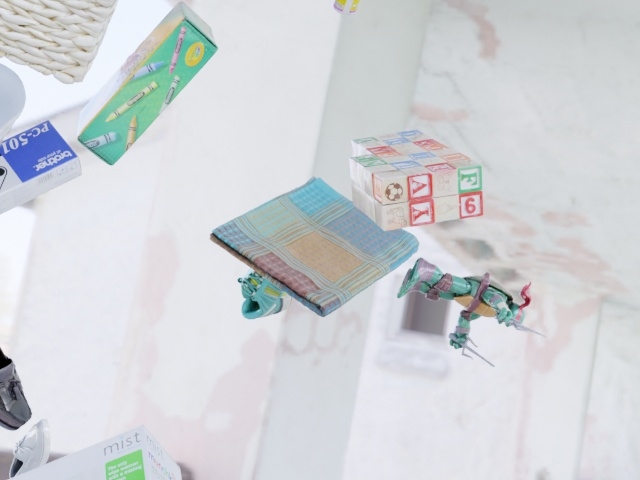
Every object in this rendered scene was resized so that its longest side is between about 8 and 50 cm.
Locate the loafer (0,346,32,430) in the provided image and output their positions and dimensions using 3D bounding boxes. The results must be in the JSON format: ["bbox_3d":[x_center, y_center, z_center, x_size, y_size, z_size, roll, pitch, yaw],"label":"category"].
[{"bbox_3d":[-0.650,0.244,2.149,0.095,0.302,0.109,-26,22,13],"label":"loafer"}]

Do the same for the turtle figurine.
[{"bbox_3d":[0.247,0.108,1.785,0.234,0.118,0.175,25,-35,0],"label":"turtle figurine"}]

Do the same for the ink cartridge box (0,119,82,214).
[{"bbox_3d":[-0.474,-0.097,1.650,0.097,0.207,0.046,47,-27,28],"label":"ink cartridge box"}]

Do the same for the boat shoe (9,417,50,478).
[{"bbox_3d":[-0.600,0.432,2.258,0.063,0.066,0.184,0,-40,-31],"label":"boat shoe"}]

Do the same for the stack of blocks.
[{"bbox_3d":[0.138,-0.108,1.865,0.171,0.087,0.297,-9,19,-13],"label":"stack of blocks"}]

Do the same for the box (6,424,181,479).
[{"bbox_3d":[-0.314,0.409,1.467,0.262,0.231,0.126,-22,-47,5],"label":"box"}]

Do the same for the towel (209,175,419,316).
[{"bbox_3d":[0.000,0.000,2.045,0.271,0.040,0.370,33,31,18],"label":"towel"}]

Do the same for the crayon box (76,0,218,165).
[{"bbox_3d":[-0.301,-0.274,1.902,0.081,0.278,0.165,40,10,-22],"label":"crayon box"}]

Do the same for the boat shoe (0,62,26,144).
[{"bbox_3d":[-0.357,-0.095,1.102,0.080,0.228,0.076,26,-52,-25],"label":"boat shoe"}]

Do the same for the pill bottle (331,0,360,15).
[{"bbox_3d":[0.049,-0.410,1.783,0.043,0.043,0.083,12,-46,-11],"label":"pill bottle"}]

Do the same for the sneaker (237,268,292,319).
[{"bbox_3d":[-0.115,0.083,2.294,0.110,0.107,0.275,-22,-32,-21],"label":"sneaker"}]

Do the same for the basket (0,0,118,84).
[{"bbox_3d":[-0.402,-0.442,1.488,0.328,0.331,0.266,20,-49,-14],"label":"basket"}]
